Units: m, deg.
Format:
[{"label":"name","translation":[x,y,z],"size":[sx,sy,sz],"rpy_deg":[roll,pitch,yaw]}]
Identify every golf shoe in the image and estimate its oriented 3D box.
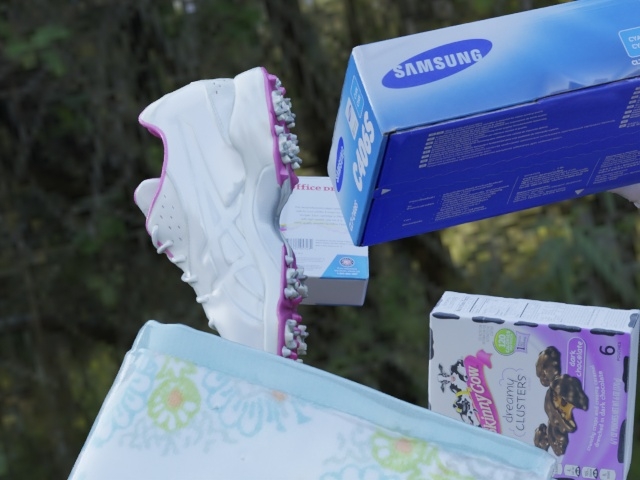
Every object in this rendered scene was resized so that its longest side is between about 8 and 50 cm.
[{"label":"golf shoe","translation":[-0.083,0.008,1.638],"size":[0.140,0.306,0.115],"rpy_deg":[-5,-15,5]}]

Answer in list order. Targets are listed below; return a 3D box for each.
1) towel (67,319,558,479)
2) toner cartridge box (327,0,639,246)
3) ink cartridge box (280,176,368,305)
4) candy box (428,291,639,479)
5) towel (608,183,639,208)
[{"label":"towel","translation":[-0.028,0.254,1.420],"size":[0.374,0.320,0.090],"rpy_deg":[18,-23,17]},{"label":"toner cartridge box","translation":[0.186,-0.099,1.377],"size":[0.348,0.075,0.165],"rpy_deg":[-13,-27,-13]},{"label":"ink cartridge box","translation":[0.000,0.000,1.895],"size":[0.089,0.122,0.052],"rpy_deg":[2,-36,-3]},{"label":"candy box","translation":[0.205,0.145,1.886],"size":[0.196,0.164,0.070],"rpy_deg":[5,19,15]},{"label":"towel","translation":[0.419,-0.121,1.610],"size":[0.332,0.053,0.317],"rpy_deg":[25,-69,-34]}]
